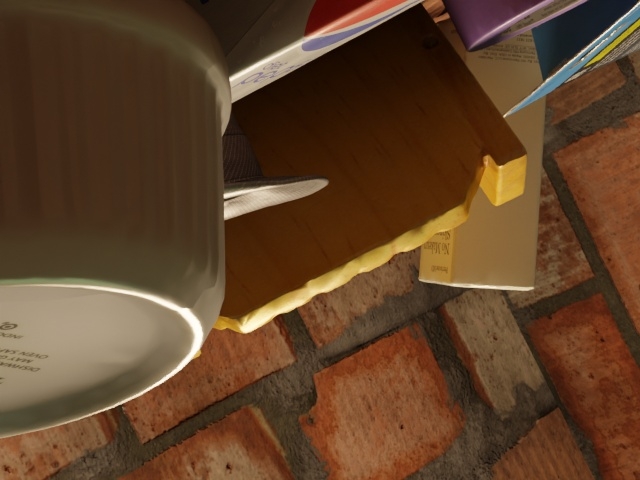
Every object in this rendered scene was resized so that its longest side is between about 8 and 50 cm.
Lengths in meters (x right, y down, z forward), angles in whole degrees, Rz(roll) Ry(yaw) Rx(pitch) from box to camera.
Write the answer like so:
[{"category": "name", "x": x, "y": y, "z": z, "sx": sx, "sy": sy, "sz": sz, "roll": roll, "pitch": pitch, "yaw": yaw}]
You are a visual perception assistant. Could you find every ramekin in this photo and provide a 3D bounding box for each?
[{"category": "ramekin", "x": -0.162, "y": -0.001, "z": 0.750, "sx": 0.272, "sy": 0.127, "sz": 0.273, "roll": -11, "pitch": 160, "yaw": -4}]

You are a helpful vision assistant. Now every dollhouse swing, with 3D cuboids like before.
[{"category": "dollhouse swing", "x": 0.000, "y": 0.000, "z": 1.665, "sx": 0.346, "sy": 0.315, "sz": 0.305, "roll": -26, "pitch": 140, "yaw": -4}]

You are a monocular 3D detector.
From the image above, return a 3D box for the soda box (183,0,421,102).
[{"category": "soda box", "x": 0.013, "y": -0.153, "z": 0.859, "sx": 0.286, "sy": 0.098, "sz": 0.091, "roll": -26, "pitch": 178, "yaw": 13}]

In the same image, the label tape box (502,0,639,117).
[{"category": "label tape box", "x": 0.319, "y": -0.263, "z": 1.697, "sx": 0.333, "sy": 0.106, "sz": 0.240, "roll": -26, "pitch": 171, "yaw": -35}]

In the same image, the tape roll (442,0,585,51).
[{"category": "tape roll", "x": 0.188, "y": -0.232, "z": 1.471, "sx": 0.189, "sy": 0.080, "sz": 0.189, "roll": -26, "pitch": 178, "yaw": -1}]

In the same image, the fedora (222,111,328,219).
[{"category": "fedora", "x": -0.144, "y": -0.052, "z": 1.080, "sx": 0.275, "sy": 0.124, "sz": 0.244, "roll": -18, "pitch": 178, "yaw": 11}]

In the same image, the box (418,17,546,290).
[{"category": "box", "x": 0.166, "y": -0.089, "z": 1.827, "sx": 0.094, "sy": 0.275, "sz": 0.113, "roll": 4, "pitch": 179, "yaw": -15}]
